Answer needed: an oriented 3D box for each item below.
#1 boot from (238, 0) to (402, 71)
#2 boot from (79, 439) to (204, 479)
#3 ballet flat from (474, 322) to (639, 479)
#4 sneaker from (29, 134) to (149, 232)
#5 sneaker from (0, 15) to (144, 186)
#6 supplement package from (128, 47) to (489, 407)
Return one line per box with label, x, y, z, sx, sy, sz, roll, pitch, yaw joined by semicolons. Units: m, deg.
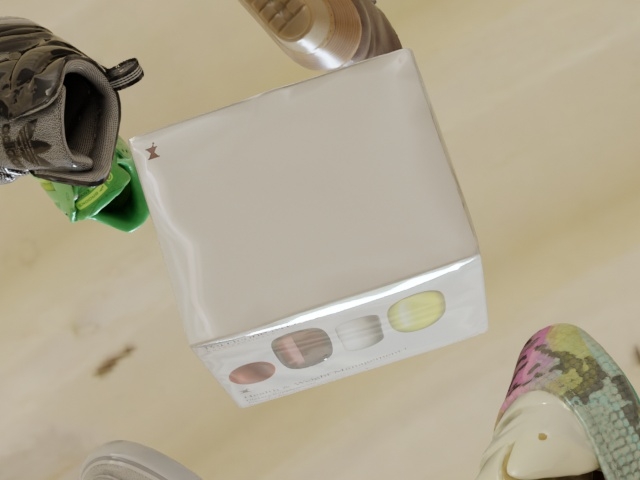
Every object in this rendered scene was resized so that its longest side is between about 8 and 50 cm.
boot;-0.040;-0.233;1.418;0.248;0.090;0.207;57;-164;13
boot;-0.094;0.262;1.237;0.258;0.095;0.123;46;-146;1
ballet flat;0.102;0.124;0.685;0.079;0.077;0.221;3;-127;-29
sneaker;-0.244;-0.092;1.731;0.123;0.109;0.295;45;-177;29
sneaker;-0.236;-0.058;1.165;0.268;0.153;0.101;-45;-51;-33
supplement package;0.000;0.000;1.190;0.203;0.194;0.149;66;-173;-72
